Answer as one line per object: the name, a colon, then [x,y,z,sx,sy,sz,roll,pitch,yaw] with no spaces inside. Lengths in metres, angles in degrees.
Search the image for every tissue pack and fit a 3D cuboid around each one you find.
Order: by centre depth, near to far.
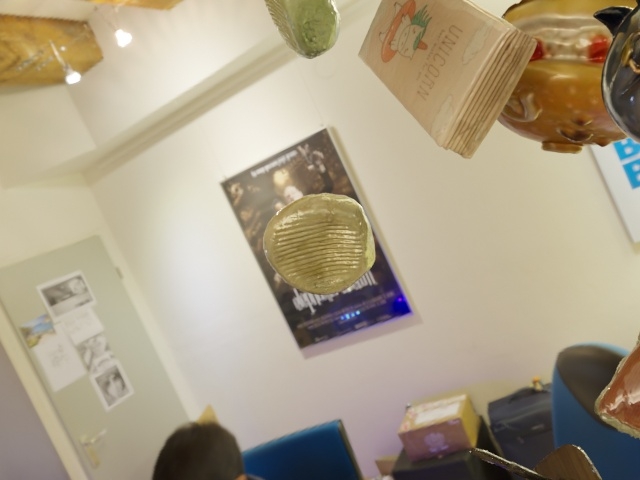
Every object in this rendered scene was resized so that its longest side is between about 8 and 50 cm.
tissue pack: [0.161,-0.271,0.862,0.071,0.325,0.170,13,-59,-28]

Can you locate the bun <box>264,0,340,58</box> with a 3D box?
bun: [-0.035,-0.448,1.135,0.108,0.221,0.221,-27,4,-2]

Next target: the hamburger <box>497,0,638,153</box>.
hamburger: [0.401,-0.235,0.903,0.302,0.187,0.261,6,-9,31]

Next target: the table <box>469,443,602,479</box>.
table: [0.372,0.575,1.166,0.248,0.318,0.317,13,-13,-23]

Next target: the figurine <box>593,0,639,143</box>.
figurine: [0.365,-0.206,0.547,0.196,0.265,0.175,-7,27,3]

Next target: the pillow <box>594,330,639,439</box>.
pillow: [0.344,0.122,0.487,0.171,0.179,0.075,-53,-26,-10]

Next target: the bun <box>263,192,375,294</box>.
bun: [0.000,0.000,1.228,0.230,0.231,0.133,-24,23,10]
